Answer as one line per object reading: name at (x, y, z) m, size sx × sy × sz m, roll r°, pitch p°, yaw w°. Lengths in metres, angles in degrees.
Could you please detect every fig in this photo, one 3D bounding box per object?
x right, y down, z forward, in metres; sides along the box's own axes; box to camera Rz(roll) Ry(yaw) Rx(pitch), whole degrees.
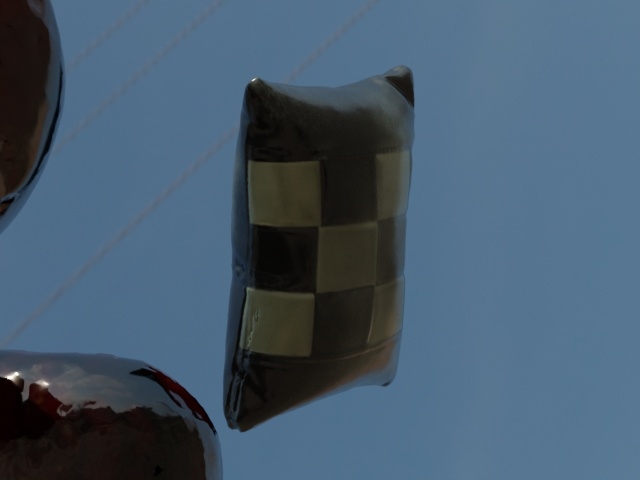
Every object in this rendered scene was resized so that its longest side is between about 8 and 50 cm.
fig at (-0.159, 0.182, 0.845) m, size 0.186 × 0.204 × 0.249 m, roll 58°, pitch -150°, yaw -50°

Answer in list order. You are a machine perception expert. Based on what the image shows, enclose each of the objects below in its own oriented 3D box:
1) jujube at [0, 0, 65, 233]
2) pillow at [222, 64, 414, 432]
jujube at (-0.208, -0.058, 0.755) m, size 0.168 × 0.168 × 0.236 m, roll -16°, pitch -34°, yaw -32°
pillow at (0.000, 0.000, 1.110) m, size 0.186 × 0.106 × 0.250 m, roll -9°, pitch -74°, yaw -52°
